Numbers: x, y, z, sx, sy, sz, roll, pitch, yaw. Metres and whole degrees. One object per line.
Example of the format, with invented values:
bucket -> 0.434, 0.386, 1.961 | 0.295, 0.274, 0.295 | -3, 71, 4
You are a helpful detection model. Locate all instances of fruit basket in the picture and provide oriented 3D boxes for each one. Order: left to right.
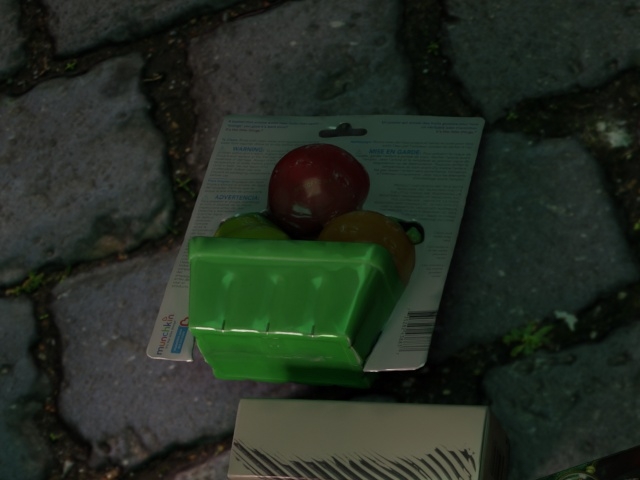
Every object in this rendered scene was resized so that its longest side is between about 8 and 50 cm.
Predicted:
fruit basket -> 0.000, 0.000, 2.048 | 0.327, 0.165, 0.353 | 1, 48, 19

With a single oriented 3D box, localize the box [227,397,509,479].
box -> 0.051, 0.227, 1.906 | 0.275, 0.113, 0.094 | -1, 64, 20

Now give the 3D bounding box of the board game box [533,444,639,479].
board game box -> 0.266, 0.289, 1.800 | 0.260, 0.030, 0.136 | -17, 67, -7
